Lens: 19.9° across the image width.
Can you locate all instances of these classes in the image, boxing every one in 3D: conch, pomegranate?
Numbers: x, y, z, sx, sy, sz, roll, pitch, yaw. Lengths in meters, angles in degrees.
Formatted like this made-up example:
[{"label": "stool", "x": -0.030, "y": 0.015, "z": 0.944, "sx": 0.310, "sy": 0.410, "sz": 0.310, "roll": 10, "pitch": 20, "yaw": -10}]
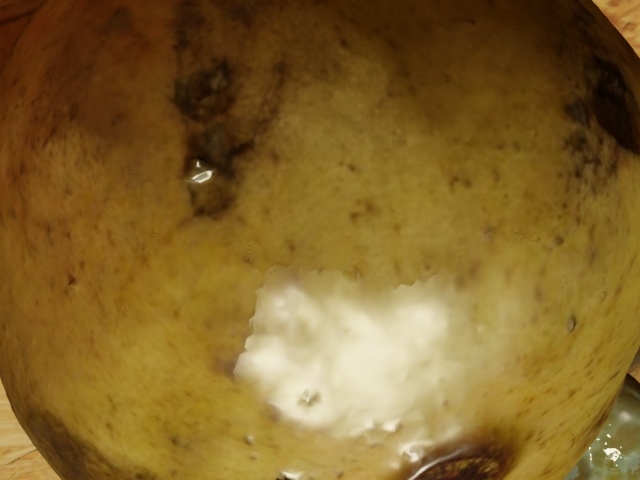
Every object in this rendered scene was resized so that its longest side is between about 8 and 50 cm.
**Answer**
[{"label": "conch", "x": 0.156, "y": 0.131, "z": 1.229, "sx": 0.173, "sy": 0.106, "sz": 0.116, "roll": 12, "pitch": 120, "yaw": -26}, {"label": "pomegranate", "x": 0.000, "y": 0.000, "z": 0.719, "sx": 0.281, "sy": 0.281, "sz": 0.281, "roll": -17, "pitch": 152, "yaw": -10}]
